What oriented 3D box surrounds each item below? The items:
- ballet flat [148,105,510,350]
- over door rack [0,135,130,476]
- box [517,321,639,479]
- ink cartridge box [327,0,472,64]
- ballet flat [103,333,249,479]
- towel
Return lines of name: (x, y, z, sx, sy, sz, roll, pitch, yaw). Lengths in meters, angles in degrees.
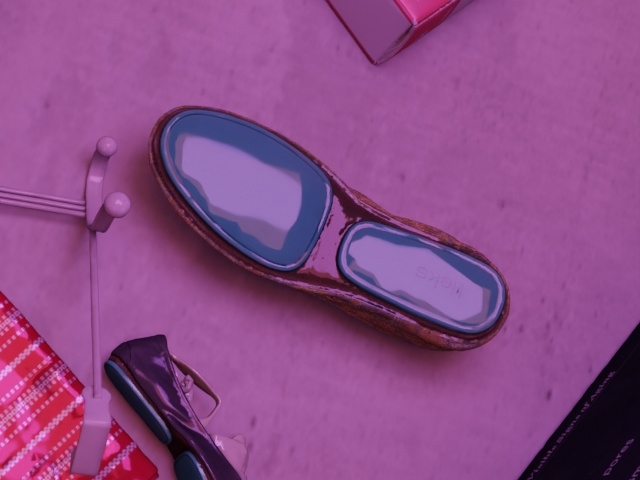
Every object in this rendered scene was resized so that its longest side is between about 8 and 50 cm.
ballet flat: (0.000, 0.000, 1.307, 0.348, 0.123, 0.123, 27, 69, -6)
over door rack: (-0.274, 0.016, 1.156, 0.239, 0.108, 0.324, 8, 45, -15)
box: (0.402, 0.197, 1.191, 0.297, 0.472, 0.480, 45, 67, -4)
ink cartridge box: (0.116, -0.334, 1.430, 0.283, 0.117, 0.207, -36, 88, -22)
ballet flat: (-0.103, 0.166, 1.254, 0.074, 0.074, 0.203, -31, 85, -23)
towel: (-0.287, 0.158, 1.216, 0.199, 0.031, 0.275, -42, 91, -24)
